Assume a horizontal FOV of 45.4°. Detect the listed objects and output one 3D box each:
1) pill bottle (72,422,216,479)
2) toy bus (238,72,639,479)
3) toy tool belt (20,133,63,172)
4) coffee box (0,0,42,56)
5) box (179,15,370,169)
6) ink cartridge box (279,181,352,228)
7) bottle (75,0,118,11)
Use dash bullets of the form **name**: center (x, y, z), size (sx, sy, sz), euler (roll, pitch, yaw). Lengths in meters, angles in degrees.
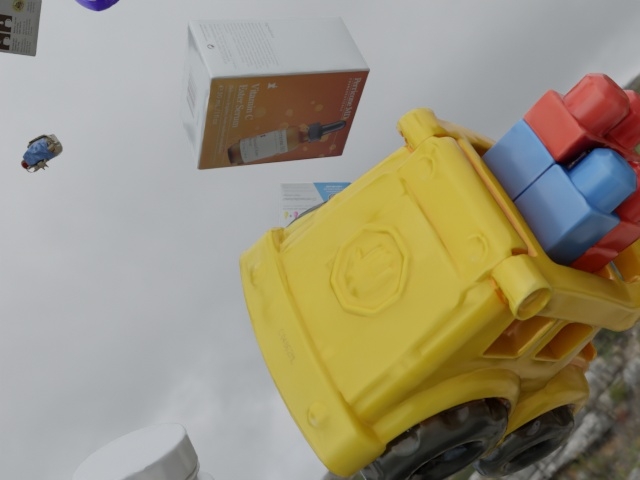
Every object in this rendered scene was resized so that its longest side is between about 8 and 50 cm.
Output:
- **pill bottle**: center (-0.168, 0.367, 0.876), size (0.160, 0.283, 0.160), euler (-18, 10, 3)
- **toy bus**: center (0.102, 0.016, 0.408), size (0.220, 0.149, 0.211), euler (13, -51, -46)
- **toy tool belt**: center (-0.480, -0.144, 1.296), size (0.083, 0.052, 0.051), euler (-34, 19, 9)
- **coffee box**: center (-0.577, -0.365, 1.185), size (0.246, 0.141, 0.098), euler (0, -64, -33)
- **box**: center (-0.053, -0.157, 0.812), size (0.170, 0.091, 0.130), euler (-8, -36, -21)
- **ink cartridge box**: center (0.000, 0.000, 0.975), size (0.090, 0.092, 0.143), euler (2, -93, -82)
- **bottle**: center (-0.440, -0.558, 1.391), size (0.092, 0.118, 0.283), euler (-44, -23, -24)
